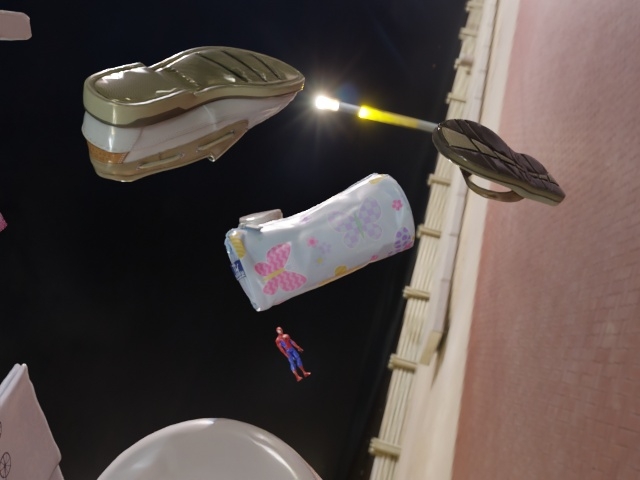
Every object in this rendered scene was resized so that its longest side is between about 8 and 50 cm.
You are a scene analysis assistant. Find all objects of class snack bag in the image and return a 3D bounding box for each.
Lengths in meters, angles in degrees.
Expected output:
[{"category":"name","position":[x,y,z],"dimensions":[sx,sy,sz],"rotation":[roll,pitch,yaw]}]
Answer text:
[{"category":"snack bag","position":[-0.397,0.387,0.847],"dimensions":[0.323,0.037,0.342],"rotation":[-100,1,-68]}]

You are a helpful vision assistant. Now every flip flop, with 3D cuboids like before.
[{"category":"flip flop","position":[0.273,-0.102,1.001],"dimensions":[0.080,0.277,0.112],"rotation":[-43,48,34]}]

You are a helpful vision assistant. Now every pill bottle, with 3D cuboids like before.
[{"category":"pill bottle","position":[-0.071,0.333,0.655],"dimensions":[0.392,0.224,0.224],"rotation":[74,-150,-60]}]

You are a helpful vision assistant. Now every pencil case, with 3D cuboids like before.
[{"category":"pencil case","position":[0.000,0.000,0.936],"dimensions":[0.113,0.273,0.124],"rotation":[106,141,-71]}]

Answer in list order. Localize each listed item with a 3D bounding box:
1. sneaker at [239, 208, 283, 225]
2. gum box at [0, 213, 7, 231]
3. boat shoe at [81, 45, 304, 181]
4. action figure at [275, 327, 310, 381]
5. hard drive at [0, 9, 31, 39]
[{"category":"sneaker","position":[-0.107,-0.013,1.324],"dimensions":[0.212,0.080,0.094],"rotation":[-10,-90,-82]},{"category":"gum box","position":[-0.471,0.002,0.726],"dimensions":[0.107,0.188,0.062],"rotation":[-70,-37,-60]},{"category":"boat shoe","position":[-0.143,-0.153,0.762],"dimensions":[0.302,0.113,0.103],"rotation":[-24,-37,-44]},{"category":"action figure","position":[-0.060,0.231,1.335],"dimensions":[0.038,0.115,0.030],"rotation":[-25,-12,-35]},{"category":"hard drive","position":[-0.585,-0.285,0.861],"dimensions":[0.203,0.308,0.040],"rotation":[-64,-26,-73]}]
